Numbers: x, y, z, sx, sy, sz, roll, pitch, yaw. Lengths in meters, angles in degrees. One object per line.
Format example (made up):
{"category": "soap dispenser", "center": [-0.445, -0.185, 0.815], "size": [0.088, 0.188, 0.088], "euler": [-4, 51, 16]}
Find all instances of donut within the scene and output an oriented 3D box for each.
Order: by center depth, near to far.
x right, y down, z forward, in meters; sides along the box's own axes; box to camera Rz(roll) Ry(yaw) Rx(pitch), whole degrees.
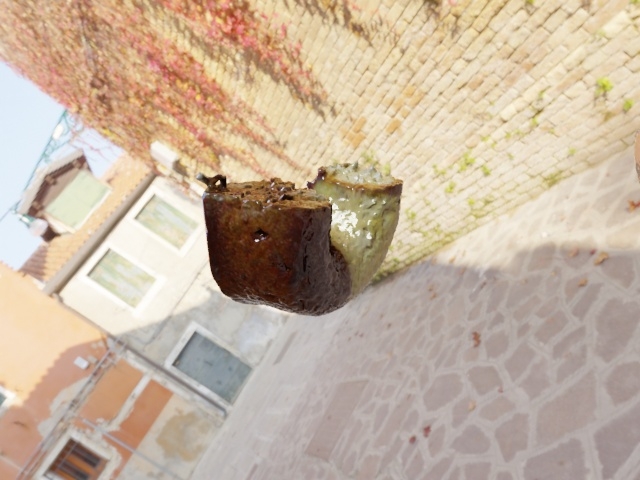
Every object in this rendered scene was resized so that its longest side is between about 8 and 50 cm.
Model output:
{"category": "donut", "center": [0.000, -0.001, 0.459], "size": [0.217, 0.085, 0.141], "euler": [-25, -54, -50]}

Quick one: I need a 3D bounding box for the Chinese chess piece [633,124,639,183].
{"category": "Chinese chess piece", "center": [0.317, -0.064, 0.425], "size": [0.051, 0.122, 0.122], "euler": [-19, 7, 1]}
